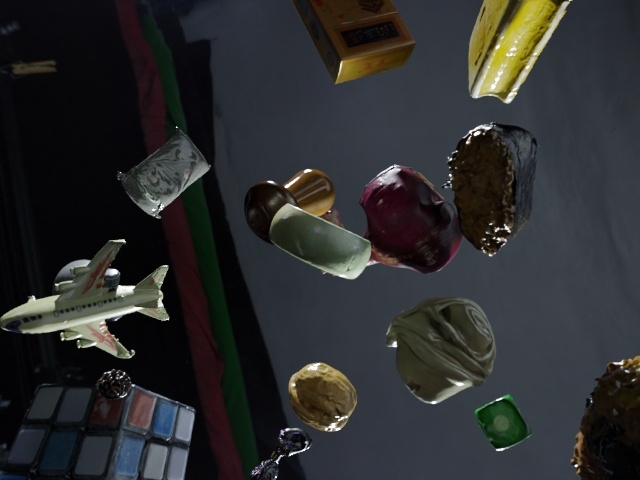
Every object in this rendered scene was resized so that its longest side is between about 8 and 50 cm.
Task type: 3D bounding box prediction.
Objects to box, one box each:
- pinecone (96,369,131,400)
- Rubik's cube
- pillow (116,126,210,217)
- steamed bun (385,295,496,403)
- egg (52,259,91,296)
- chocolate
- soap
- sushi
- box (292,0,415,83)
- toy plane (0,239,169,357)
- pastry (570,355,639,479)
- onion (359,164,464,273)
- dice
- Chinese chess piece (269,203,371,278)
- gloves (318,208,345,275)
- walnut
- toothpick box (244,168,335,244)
[{"bbox_3d":[-0.515,0.361,1.114,0.077,0.083,0.077,32,-137,-36],"label":"pinecone"},{"bbox_3d":[-0.604,0.619,1.239,0.363,0.359,0.361,61,-156,-50],"label":"Rubik's cube"},{"bbox_3d":[-0.428,-0.192,1.245,0.255,0.059,0.169,-53,-57,-29],"label":"pillow"},{"bbox_3d":[0.386,0.301,1.362,0.219,0.325,0.309,111,143,-51],"label":"steamed bun"},{"bbox_3d":[-0.727,0.152,1.369,0.232,0.176,0.176,39,164,39],"label":"egg"},{"bbox_3d":[-0.089,0.476,0.982,0.072,0.147,0.070,49,162,-19],"label":"chocolate"},{"bbox_3d":[0.519,-0.592,1.190,0.335,0.156,0.293,90,-173,-66],"label":"soap"},{"bbox_3d":[0.447,-0.146,1.213,0.208,0.235,0.348,-27,-64,-40],"label":"sushi"},{"bbox_3d":[0.058,-0.478,0.936,0.076,0.174,0.273,112,135,-69],"label":"box"},{"bbox_3d":[-0.394,0.112,0.765,0.104,0.256,0.241,-133,46,-55],"label":"toy plane"},{"bbox_3d":[0.694,0.418,0.897,0.405,0.337,0.292,52,176,-27],"label":"pastry"},{"bbox_3d":[0.251,-0.017,1.500,0.398,0.420,0.398,47,-176,-4],"label":"onion"},{"bbox_3d":[0.569,0.565,1.381,0.120,0.128,0.130,34,-155,-60],"label":"dice"},{"bbox_3d":[0.000,0.000,1.072,0.101,0.251,0.250,-65,-11,3],"label":"Chinese chess piece"},{"bbox_3d":[0.046,0.008,1.667,0.126,0.145,0.241,-20,-79,-49],"label":"gloves"},{"bbox_3d":[0.003,0.570,1.637,0.257,0.257,0.224,-85,17,-61],"label":"walnut"},{"bbox_3d":[-0.090,-0.107,1.319,0.294,0.192,0.191,-33,-68,-48],"label":"toothpick box"}]
